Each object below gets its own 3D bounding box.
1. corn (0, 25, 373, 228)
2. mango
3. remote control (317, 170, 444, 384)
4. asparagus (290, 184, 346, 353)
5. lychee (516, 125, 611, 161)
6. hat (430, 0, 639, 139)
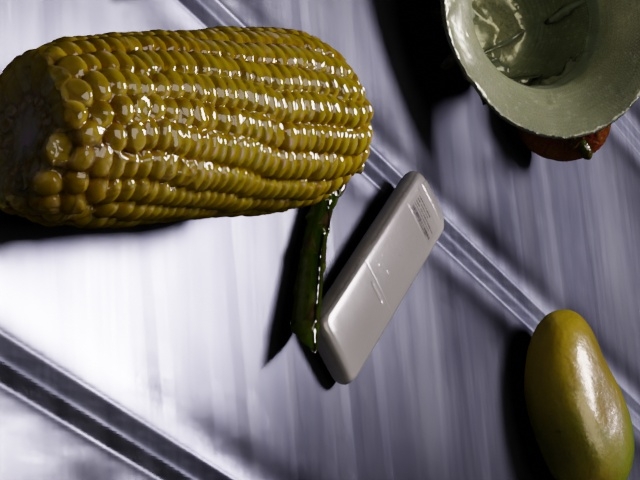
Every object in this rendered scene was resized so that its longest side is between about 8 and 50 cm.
[{"bbox_3d":[-0.090,-0.082,1.285,0.387,0.144,0.144,-3,80,-59],"label":"corn"},{"bbox_3d":[0.248,0.164,1.832,0.122,0.085,0.191,-11,77,-51],"label":"mango"},{"bbox_3d":[0.049,0.027,1.595,0.067,0.029,0.261,64,33,-21],"label":"remote control"},{"bbox_3d":[0.001,0.000,1.517,0.034,0.027,0.236,33,45,-24],"label":"asparagus"},{"bbox_3d":[0.251,-0.129,1.943,0.140,0.101,0.114,-70,155,-44],"label":"lychee"},{"bbox_3d":[0.202,-0.221,1.845,0.257,0.130,0.257,2,86,-25],"label":"hat"}]
